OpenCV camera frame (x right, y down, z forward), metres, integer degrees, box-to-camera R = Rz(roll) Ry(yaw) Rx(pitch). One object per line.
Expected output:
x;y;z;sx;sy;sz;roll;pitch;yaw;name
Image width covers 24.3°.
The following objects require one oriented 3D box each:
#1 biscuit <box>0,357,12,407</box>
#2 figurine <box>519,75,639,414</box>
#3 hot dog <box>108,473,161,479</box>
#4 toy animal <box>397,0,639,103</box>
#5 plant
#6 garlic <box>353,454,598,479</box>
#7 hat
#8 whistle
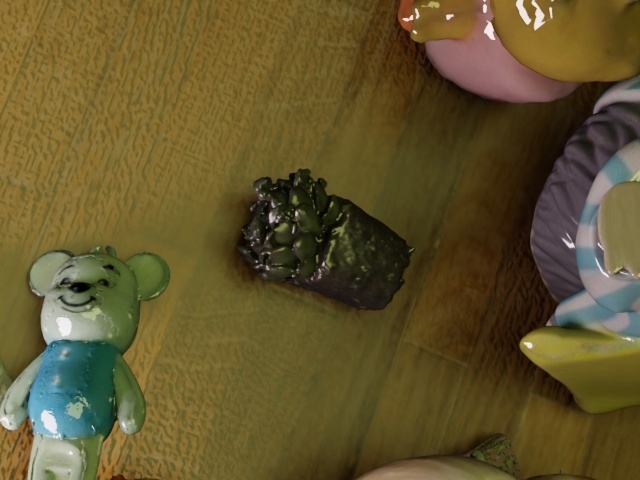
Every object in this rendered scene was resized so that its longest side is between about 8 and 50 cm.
-0.340;0.111;1.116;0.199;0.040;0.121;-24;90;-16;biscuit
0.282;-0.081;1.173;0.266;0.361;0.377;-3;68;8;figurine
-0.180;0.336;1.099;0.158;0.117;0.349;31;79;-33;hot dog
0.177;-0.193;1.170;0.195;0.281;0.169;-24;93;-19;toy animal
0.000;0.000;1.201;0.143;0.092;0.094;23;86;-21;plant
0.131;0.302;1.147;0.286;0.249;0.313;-10;122;-28;garlic
0.132;0.197;1.248;0.087;0.042;0.058;-14;87;-51;hat
-0.181;0.102;1.111;0.114;0.077;0.235;3;58;5;whistle
